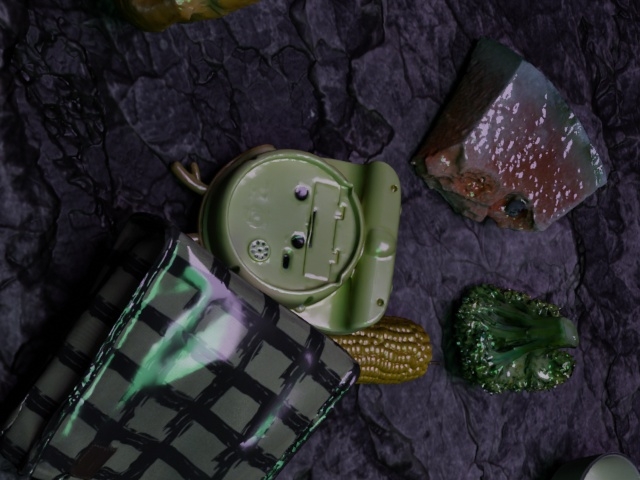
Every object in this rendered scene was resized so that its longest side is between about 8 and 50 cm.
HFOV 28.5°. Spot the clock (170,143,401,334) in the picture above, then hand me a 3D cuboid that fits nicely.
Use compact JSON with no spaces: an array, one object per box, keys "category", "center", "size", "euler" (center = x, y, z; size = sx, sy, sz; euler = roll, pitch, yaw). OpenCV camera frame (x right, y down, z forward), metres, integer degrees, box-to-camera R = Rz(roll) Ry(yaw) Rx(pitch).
[{"category":"clock","center":[-0.053,-0.013,1.630],"size":[0.308,0.096,0.235],"euler":[12,75,-17]}]

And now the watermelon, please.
[{"category":"watermelon","center":[0.316,-0.152,1.962],"size":[0.264,0.151,0.302],"euler":[48,59,-30]}]

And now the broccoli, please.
[{"category":"broccoli","center":[0.314,0.157,1.925],"size":[0.219,0.194,0.194],"euler":[41,63,-26]}]

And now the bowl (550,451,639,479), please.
[{"category":"bowl","center":[0.438,0.448,2.075],"size":[0.211,0.112,0.211],"euler":[1,89,-41]}]

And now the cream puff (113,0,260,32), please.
[{"category":"cream puff","center":[-0.118,-0.409,1.509],"size":[0.343,0.327,0.231],"euler":[-27,113,1]}]

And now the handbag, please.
[{"category":"handbag","center":[-0.168,0.184,1.485],"size":[0.325,0.162,0.327],"euler":[39,80,-29]}]

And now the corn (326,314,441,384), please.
[{"category":"corn","center":[0.034,0.151,1.742],"size":[0.310,0.101,0.101],"euler":[4,86,-36]}]
